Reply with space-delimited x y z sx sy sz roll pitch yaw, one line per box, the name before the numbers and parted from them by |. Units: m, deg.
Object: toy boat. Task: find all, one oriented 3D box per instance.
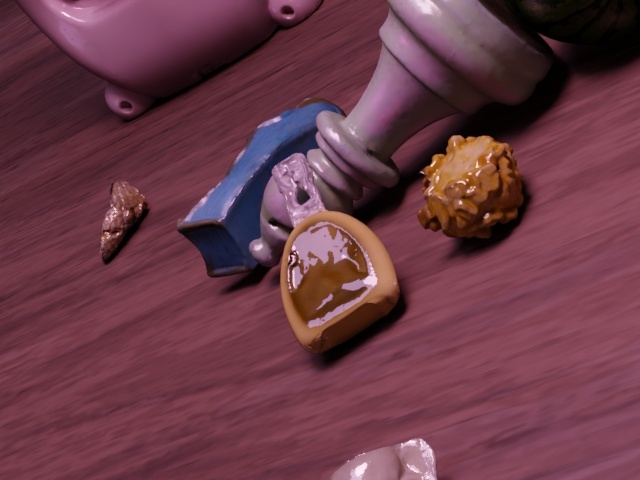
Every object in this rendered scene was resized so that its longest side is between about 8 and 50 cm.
toy boat | -0.042 -0.052 1.546 0.077 0.075 0.185 7 50 49

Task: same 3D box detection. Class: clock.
clock | -0.193 -0.316 1.915 0.342 0.326 0.184 -29 28 26

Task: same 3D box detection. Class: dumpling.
dumpling | 0.035 0.155 1.133 0.076 0.057 0.052 -20 -18 -13

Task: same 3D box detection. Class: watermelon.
watermelon | 0.199 -0.204 1.366 0.141 0.140 0.187 -42 29 0

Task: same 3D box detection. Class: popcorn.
popcorn | 0.103 -0.035 1.322 0.083 0.057 0.082 -40 30 -5

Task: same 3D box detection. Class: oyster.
oyster | -0.184 -0.015 1.777 0.081 0.038 0.083 133 148 -73

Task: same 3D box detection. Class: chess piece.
chess piece | 0.040 -0.081 1.440 0.271 0.139 0.139 -48 22 14

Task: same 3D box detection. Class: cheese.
cheese | 0.001 0.000 1.367 0.086 0.036 0.162 -35 49 17
